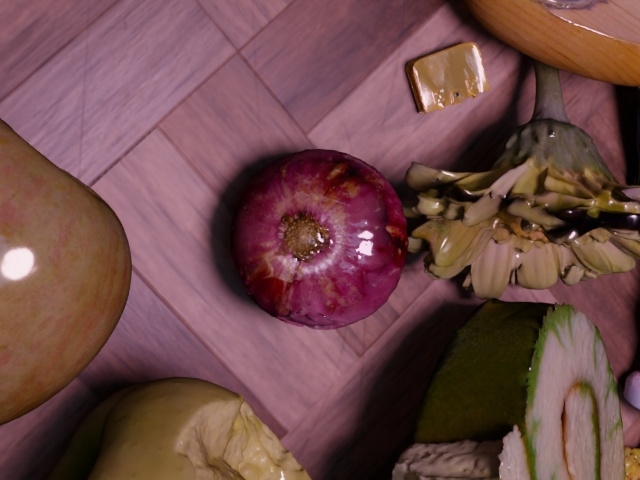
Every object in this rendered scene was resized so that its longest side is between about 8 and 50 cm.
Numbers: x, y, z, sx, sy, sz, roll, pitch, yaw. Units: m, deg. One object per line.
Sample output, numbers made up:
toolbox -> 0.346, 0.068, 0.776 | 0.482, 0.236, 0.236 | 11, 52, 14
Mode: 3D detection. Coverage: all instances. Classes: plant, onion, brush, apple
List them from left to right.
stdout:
apple -> -0.286, 0.024, 0.789 | 0.257, 0.257, 0.234 | 42, 88, -21
apple -> -0.130, 0.265, 0.876 | 0.279, 0.279, 0.279 | -3, 97, -22
onion -> -0.001, -0.002, 0.961 | 0.177, 0.153, 0.177 | -1, 106, -4
plant -> 0.257, -0.059, 0.994 | 0.306, 0.261, 0.297 | 27, 87, -36
brush -> 0.276, -0.274, 0.986 | 0.266, 0.166, 0.174 | 35, 57, 2

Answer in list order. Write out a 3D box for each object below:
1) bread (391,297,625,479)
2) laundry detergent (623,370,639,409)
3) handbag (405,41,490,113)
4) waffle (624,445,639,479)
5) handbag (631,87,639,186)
bread -> 0.194, 0.240, 0.989 | 0.382, 0.129, 0.366 | 8, 79, -56
laundry detergent -> 0.462, 0.056, 1.152 | 0.159, 0.088, 0.335 | 9, 110, -46
handbag -> 0.136, -0.175, 1.063 | 0.083, 0.027, 0.061 | -23, 104, -17
waffle -> 0.428, 0.358, 1.228 | 0.245, 0.052, 0.254 | -11, 98, -20
handbag -> 0.448, -0.150, 1.149 | 0.211, 0.089, 0.254 | -19, 120, -14
